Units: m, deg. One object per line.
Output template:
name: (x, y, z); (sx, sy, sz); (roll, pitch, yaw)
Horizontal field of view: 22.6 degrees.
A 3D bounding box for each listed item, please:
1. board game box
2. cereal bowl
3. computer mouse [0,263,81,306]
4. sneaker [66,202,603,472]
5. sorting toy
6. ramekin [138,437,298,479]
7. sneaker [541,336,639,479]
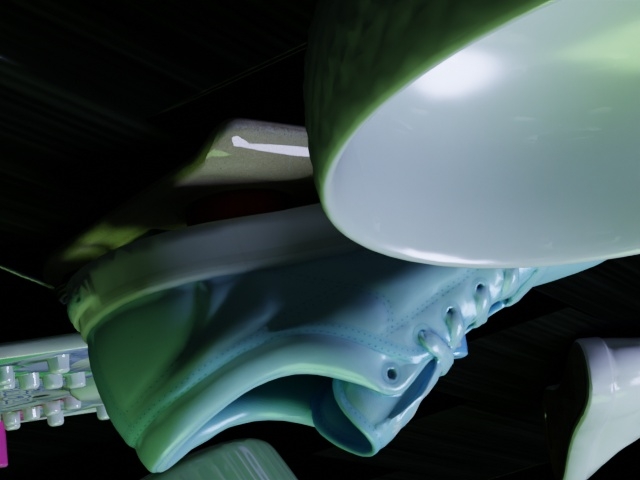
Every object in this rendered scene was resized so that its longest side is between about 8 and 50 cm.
board game box: (-0.117, 0.114, 1.204); (0.390, 0.050, 0.390); (-7, 169, -11)
cereal bowl: (0.152, -0.111, 0.704); (0.339, 0.141, 0.339); (-9, 160, -3)
computer mouse: (-0.200, 0.030, 0.986); (0.242, 0.041, 0.071); (18, 150, -37)
sneaker: (0.041, 0.053, 0.964); (0.366, 0.150, 0.135); (-14, 162, -13)
sorting toy: (0.000, 0.000, 1.063); (0.307, 0.041, 0.229); (5, 154, -37)
ramekin: (-0.132, 0.328, 1.601); (0.303, 0.148, 0.303); (-29, 162, -11)
sneaker: (0.294, 0.173, 1.584); (0.123, 0.106, 0.290); (-6, 158, -6)
